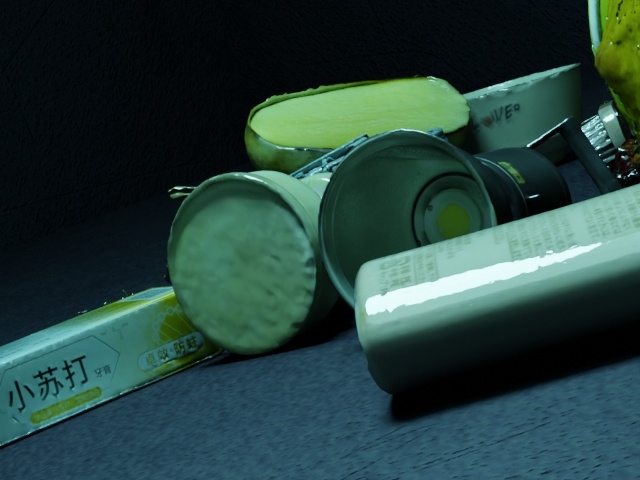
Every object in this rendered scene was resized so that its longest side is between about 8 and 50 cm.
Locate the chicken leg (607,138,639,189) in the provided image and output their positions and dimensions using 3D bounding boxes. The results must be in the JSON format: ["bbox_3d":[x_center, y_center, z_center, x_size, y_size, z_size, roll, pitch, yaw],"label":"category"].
[{"bbox_3d":[0.368,-0.092,1.697,0.253,0.051,0.106,-19,12,-27],"label":"chicken leg"}]

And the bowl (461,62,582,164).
[{"bbox_3d":[0.227,-0.136,2.194,0.211,0.112,0.211,-17,7,2],"label":"bowl"}]

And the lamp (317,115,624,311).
[{"bbox_3d":[0.111,-0.012,1.384,0.172,0.147,0.227,-40,-14,27],"label":"lamp"}]

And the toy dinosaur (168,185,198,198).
[{"bbox_3d":[-0.088,-0.015,2.164,0.207,0.113,0.327,10,2,-33],"label":"toy dinosaur"}]

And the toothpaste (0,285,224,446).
[{"bbox_3d":[-0.226,0.109,1.424,0.313,0.071,0.089,-21,9,-37],"label":"toothpaste"}]

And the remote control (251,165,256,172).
[{"bbox_3d":[0.117,-0.110,2.323,0.399,0.062,0.144,-10,3,-21],"label":"remote control"}]

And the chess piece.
[{"bbox_3d":[0.000,0.000,1.516,0.144,0.144,0.251,-13,2,32],"label":"chess piece"}]

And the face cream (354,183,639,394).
[{"bbox_3d":[0.196,0.007,1.104,0.349,0.081,0.173,-16,7,6],"label":"face cream"}]

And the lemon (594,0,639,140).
[{"bbox_3d":[0.360,-0.160,1.355,0.310,0.258,0.258,-20,6,5],"label":"lemon"}]

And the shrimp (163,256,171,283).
[{"bbox_3d":[-0.123,0.029,1.898,0.073,0.074,0.190,15,17,-2],"label":"shrimp"}]

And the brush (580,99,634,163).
[{"bbox_3d":[0.324,-0.122,2.065,0.065,0.070,0.327,-26,2,13],"label":"brush"}]

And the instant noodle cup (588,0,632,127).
[{"bbox_3d":[0.453,-0.247,1.845,0.311,0.311,0.221,-21,16,-35],"label":"instant noodle cup"}]

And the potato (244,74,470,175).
[{"bbox_3d":[0.044,-0.099,2.046,0.272,0.111,0.160,-11,35,-25],"label":"potato"}]

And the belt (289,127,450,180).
[{"bbox_3d":[0.042,-0.043,1.845,0.206,0.116,0.267,-18,7,36],"label":"belt"}]
